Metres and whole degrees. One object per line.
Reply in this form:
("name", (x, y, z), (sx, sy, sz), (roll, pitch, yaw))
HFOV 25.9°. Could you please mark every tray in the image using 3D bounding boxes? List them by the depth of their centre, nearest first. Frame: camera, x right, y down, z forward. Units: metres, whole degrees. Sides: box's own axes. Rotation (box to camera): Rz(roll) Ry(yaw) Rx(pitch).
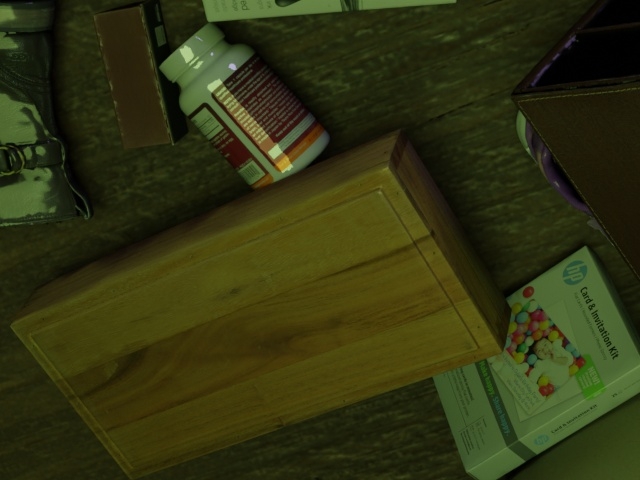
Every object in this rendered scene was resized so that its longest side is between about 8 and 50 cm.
("tray", (-0.059, 0.071, 1.259), (0.411, 0.076, 0.203), (-22, 114, 27))

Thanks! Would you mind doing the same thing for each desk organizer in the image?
("desk organizer", (-0.164, -0.152, 1.273), (0.050, 0.047, 0.130), (-7, 107, 14))

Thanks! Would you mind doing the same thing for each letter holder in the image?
("letter holder", (0.331, -0.051, 1.069), (0.152, 0.214, 0.302), (-46, 112, -19))

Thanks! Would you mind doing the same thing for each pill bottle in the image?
("pill bottle", (-0.070, -0.119, 1.246), (0.086, 0.086, 0.152), (-39, 98, 19))

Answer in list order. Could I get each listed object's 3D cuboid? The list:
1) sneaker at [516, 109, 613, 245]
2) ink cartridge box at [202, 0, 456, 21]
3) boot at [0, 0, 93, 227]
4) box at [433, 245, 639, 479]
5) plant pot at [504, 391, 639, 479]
("sneaker", (0.266, -0.037, 1.207), (0.236, 0.104, 0.095), (40, 108, -6))
("ink cartridge box", (0.003, -0.276, 1.153), (0.219, 0.092, 0.160), (-3, 132, 11))
("boot", (-0.348, -0.112, 1.293), (0.263, 0.091, 0.229), (2, 108, 7))
("box", (0.194, 0.112, 1.250), (0.186, 0.145, 0.038), (-34, 134, 18))
("plant pot", (0.321, 0.221, 1.226), (0.256, 0.256, 0.274), (40, 94, -5))
